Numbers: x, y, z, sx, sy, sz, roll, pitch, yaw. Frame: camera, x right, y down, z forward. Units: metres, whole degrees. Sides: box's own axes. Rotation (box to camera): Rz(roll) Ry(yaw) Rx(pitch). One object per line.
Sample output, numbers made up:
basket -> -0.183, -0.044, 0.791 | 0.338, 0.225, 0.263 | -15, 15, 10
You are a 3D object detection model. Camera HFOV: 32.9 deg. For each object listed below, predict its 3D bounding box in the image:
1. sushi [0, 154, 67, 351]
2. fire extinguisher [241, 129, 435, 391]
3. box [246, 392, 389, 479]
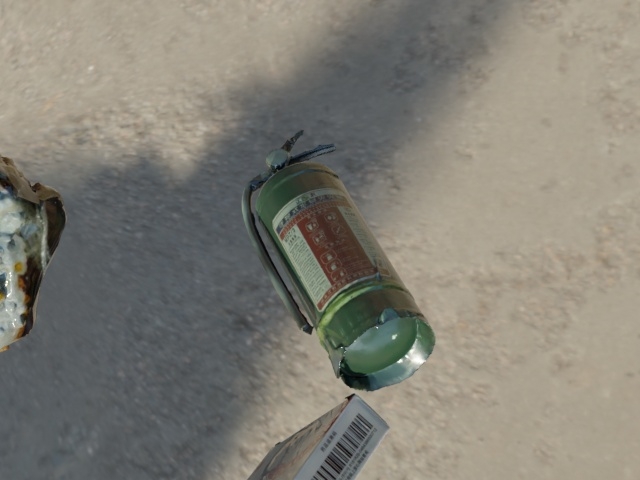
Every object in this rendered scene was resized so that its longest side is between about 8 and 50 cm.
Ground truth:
sushi -> -0.571, 0.026, 1.551 | 0.418, 0.176, 0.417 | -23, 128, -33
fire extinguisher -> 0.000, 0.000, 1.000 | 0.118, 0.294, 0.093 | -24, 139, -7
box -> -0.080, 0.334, 1.176 | 0.069, 0.214, 0.353 | 45, 50, -2
